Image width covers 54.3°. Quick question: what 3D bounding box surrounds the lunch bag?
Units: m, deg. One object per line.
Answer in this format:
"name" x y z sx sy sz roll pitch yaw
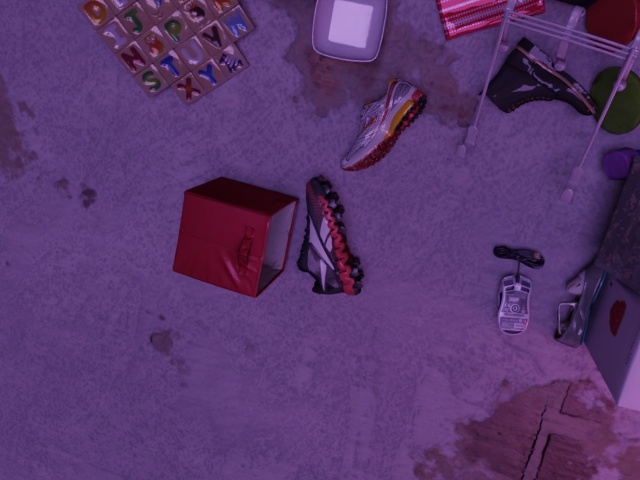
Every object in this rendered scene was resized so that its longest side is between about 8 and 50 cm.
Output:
"lunch bag" 0.705 -0.025 1.175 0.287 0.169 0.235 4 112 -19

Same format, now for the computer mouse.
"computer mouse" 0.415 0.109 1.343 0.106 0.042 0.192 6 102 4

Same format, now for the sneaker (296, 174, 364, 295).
"sneaker" 0.000 0.000 1.356 0.135 0.097 0.276 -13 105 12

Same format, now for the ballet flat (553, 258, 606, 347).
"ballet flat" 0.540 0.125 1.308 0.068 0.072 0.213 14 108 13

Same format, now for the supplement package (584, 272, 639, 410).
"supplement package" 0.638 0.188 1.190 0.175 0.293 0.177 13 107 7

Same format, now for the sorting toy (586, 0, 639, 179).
"sorting toy" 0.598 -0.298 1.174 0.126 0.127 0.365 -16 108 -16

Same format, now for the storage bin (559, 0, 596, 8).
"storage bin" 0.472 -0.515 1.094 0.084 0.122 0.180 17 101 5

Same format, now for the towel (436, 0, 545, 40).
"towel" 0.302 -0.541 1.177 0.199 0.031 0.274 -12 104 15

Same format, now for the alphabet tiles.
"alphabet tiles" -0.313 -0.455 1.269 0.285 0.011 0.342 -27 118 18

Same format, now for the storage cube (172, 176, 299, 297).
"storage cube" -0.178 -0.015 1.329 0.193 0.215 0.183 17 109 12

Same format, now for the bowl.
"bowl" 0.059 -0.431 1.242 0.142 0.053 0.141 12 108 6

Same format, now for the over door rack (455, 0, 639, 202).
"over door rack" 0.410 -0.267 1.138 0.240 0.108 0.324 26 128 19

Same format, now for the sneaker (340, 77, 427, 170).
"sneaker" 0.116 -0.233 1.285 0.092 0.088 0.225 47 110 17

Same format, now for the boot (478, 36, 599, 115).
"boot" 0.423 -0.278 1.216 0.198 0.077 0.137 45 114 10
